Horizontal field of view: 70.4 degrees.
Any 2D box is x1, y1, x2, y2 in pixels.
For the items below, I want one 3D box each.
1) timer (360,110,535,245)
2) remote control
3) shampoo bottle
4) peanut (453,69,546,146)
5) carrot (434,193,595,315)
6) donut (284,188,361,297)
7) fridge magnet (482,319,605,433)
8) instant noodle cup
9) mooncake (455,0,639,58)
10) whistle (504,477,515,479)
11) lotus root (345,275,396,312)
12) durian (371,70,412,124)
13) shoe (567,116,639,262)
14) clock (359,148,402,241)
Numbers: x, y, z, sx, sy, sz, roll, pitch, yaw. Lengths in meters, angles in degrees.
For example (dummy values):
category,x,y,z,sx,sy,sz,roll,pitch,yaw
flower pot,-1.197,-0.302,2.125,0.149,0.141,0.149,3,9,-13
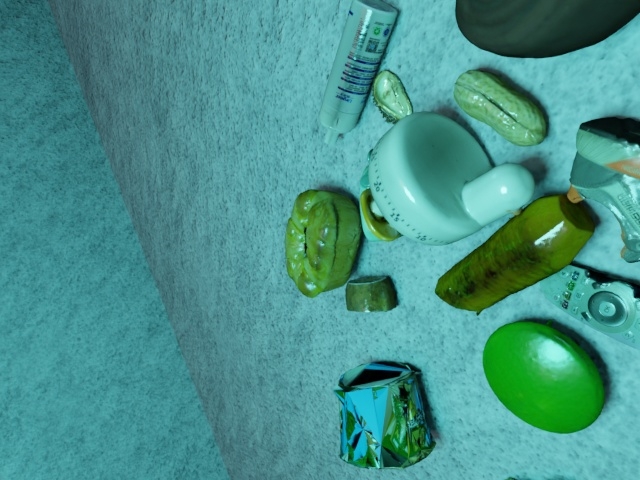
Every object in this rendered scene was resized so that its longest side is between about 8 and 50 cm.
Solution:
category,x,y,z,sx,sy,sz,roll,pitch,yaw
timer,0.205,-0.110,0.760,0.240,0.234,0.233,-36,77,54
remote control,0.463,0.105,0.696,0.256,0.045,0.097,33,126,42
shampoo bottle,0.064,-0.336,0.948,0.092,0.092,0.303,47,137,27
peanut,0.293,-0.215,0.740,0.174,0.080,0.080,47,136,20
carrot,0.320,0.038,0.780,0.114,0.114,0.302,57,143,17
donut,0.000,0.000,1.110,0.208,0.128,0.261,56,138,45
fridge magnet,0.389,0.239,0.804,0.208,0.088,0.207,25,124,43
instant noodle cup,0.144,0.399,1.075,0.240,0.240,0.178,-8,92,51
mooncake,0.290,-0.413,0.550,0.326,0.174,0.333,137,121,-61
whistle,0.437,0.519,0.846,0.106,0.131,0.288,33,144,-16
lotus root,0.113,0.131,1.068,0.122,0.112,0.081,-6,93,52
durian,0.144,-0.282,0.927,0.066,0.052,0.130,-26,88,13
shoe,0.466,-0.023,0.579,0.336,0.132,0.170,40,137,35
clock,0.132,-0.095,0.927,0.060,0.148,0.188,-2,101,31
